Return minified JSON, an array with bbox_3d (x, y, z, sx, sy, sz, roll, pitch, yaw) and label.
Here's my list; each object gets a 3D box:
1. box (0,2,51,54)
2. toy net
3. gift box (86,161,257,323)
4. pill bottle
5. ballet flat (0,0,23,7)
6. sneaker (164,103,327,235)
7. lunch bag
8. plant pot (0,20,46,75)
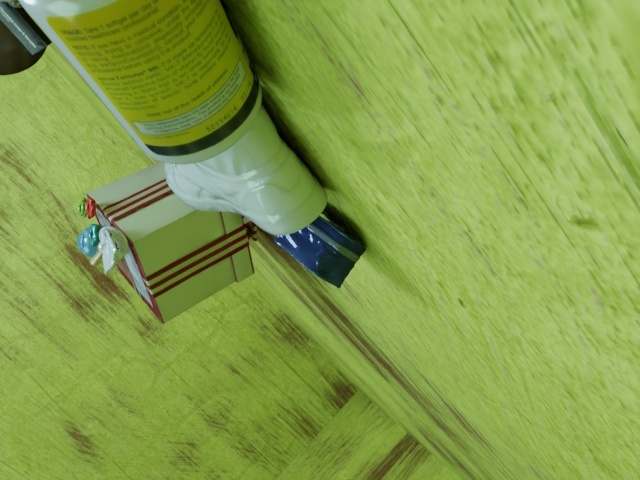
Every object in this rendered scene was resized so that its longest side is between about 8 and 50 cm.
[{"bbox_3d":[-0.345,-0.307,0.622,0.116,0.029,0.162,54,-156,-32],"label":"box"},{"bbox_3d":[-0.391,-0.010,0.941,0.045,0.122,0.232,2,-171,-40],"label":"toy net"},{"bbox_3d":[-0.284,-0.031,1.059,0.255,0.258,0.276,38,144,33],"label":"gift box"},{"bbox_3d":[-0.128,-0.160,0.361,0.119,0.119,0.208,39,167,30],"label":"pill bottle"},{"bbox_3d":[-0.308,-0.294,0.381,0.164,0.182,0.483,49,169,-4],"label":"ballet flat"},{"bbox_3d":[-0.127,-0.115,0.580,0.292,0.108,0.169,17,149,48],"label":"sneaker"},{"bbox_3d":[0.000,0.000,0.598,0.098,0.065,0.067,38,-178,32],"label":"lunch bag"},{"bbox_3d":[-0.584,-0.431,0.917,0.215,0.215,0.230,51,154,-23],"label":"plant pot"}]
